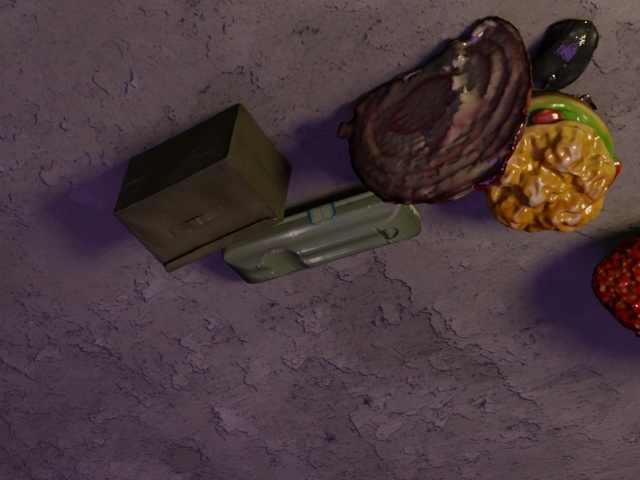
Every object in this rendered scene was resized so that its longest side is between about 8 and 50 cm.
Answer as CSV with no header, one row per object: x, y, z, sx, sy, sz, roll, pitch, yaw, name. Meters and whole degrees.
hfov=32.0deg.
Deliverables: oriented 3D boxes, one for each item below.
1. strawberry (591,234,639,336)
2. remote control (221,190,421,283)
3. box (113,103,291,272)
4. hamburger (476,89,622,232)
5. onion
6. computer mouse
0.629,0.076,1.812,0.343,0.292,0.292,13,136,26,strawberry
0.000,0.000,1.888,0.335,0.066,0.128,-17,146,20,remote control
-0.187,-0.079,1.791,0.231,0.155,0.149,-23,125,25,box
0.344,-0.103,1.724,0.237,0.149,0.237,2,132,2,hamburger
0.191,-0.145,1.636,0.314,0.280,0.146,-23,140,24,onion
0.357,-0.267,1.645,0.079,0.047,0.135,26,131,-15,computer mouse
